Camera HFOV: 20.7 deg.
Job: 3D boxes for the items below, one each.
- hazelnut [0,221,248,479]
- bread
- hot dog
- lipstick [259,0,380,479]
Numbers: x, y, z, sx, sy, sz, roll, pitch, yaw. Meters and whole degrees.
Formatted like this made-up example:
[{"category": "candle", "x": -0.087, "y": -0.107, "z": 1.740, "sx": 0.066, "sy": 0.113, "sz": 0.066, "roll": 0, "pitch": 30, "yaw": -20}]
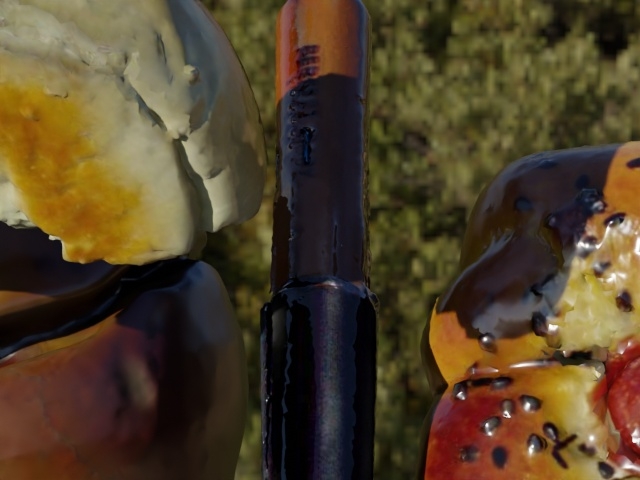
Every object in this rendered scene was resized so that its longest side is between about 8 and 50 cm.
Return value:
[{"category": "hazelnut", "x": -0.246, "y": 0.116, "z": 1.243, "sx": 0.402, "sy": 0.402, "sz": 0.429, "roll": -18, "pitch": 11, "yaw": -30}, {"category": "bread", "x": -0.195, "y": -0.092, "z": 0.904, "sx": 0.314, "sy": 0.192, "sz": 0.171, "roll": -7, "pitch": 40, "yaw": 16}, {"category": "hot dog", "x": 0.233, "y": 0.092, "z": 1.086, "sx": 0.365, "sy": 0.196, "sz": 0.367, "roll": -4, "pitch": 62, "yaw": 28}, {"category": "lipstick", "x": 0.000, "y": 0.000, "z": 1.144, "sx": 0.077, "sy": 0.077, "sz": 0.418, "roll": -1, "pitch": 62, "yaw": 2}]
